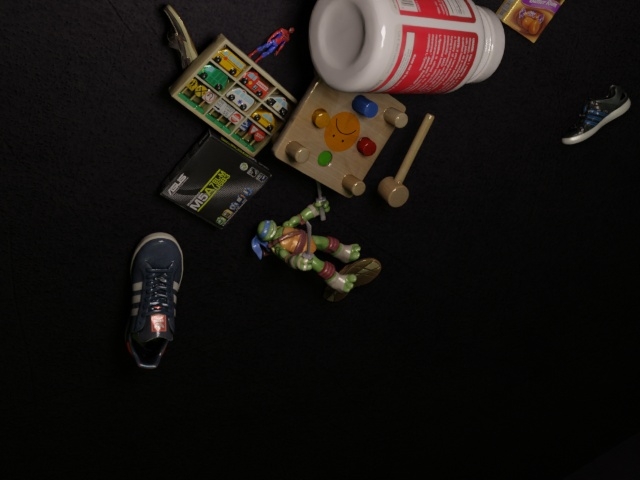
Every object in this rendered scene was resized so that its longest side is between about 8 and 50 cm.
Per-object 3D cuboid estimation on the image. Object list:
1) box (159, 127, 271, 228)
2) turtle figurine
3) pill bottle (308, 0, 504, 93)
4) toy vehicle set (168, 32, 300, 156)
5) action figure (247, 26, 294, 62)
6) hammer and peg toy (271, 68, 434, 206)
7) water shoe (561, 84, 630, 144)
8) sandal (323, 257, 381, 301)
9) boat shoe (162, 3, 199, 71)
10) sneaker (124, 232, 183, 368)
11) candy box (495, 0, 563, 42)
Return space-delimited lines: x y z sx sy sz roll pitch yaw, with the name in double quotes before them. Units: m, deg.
"box" -0.242 -0.139 1.963 0.184 0.045 0.190 32 112 -35
"turtle figurine" 0.000 0.000 2.052 0.266 0.197 0.274 31 111 -31
"pill bottle" 0.194 -0.422 1.789 0.408 0.229 0.229 -7 126 -40
"toy vehicle set" -0.181 -0.311 1.859 0.166 0.035 0.267 -45 135 11
"action figure" -0.103 -0.425 1.848 0.115 0.030 0.038 -38 121 4
"hammer and peg toy" 0.085 -0.237 1.953 0.361 0.127 0.266 26 99 -38
"water shoe" 0.695 -0.325 2.189 0.203 0.073 0.080 -34 105 -2
"sandal" 0.078 0.095 2.239 0.180 0.049 0.072 -38 122 24
"boat shoe" -0.295 -0.415 1.766 0.049 0.056 0.152 -29 127 -7
"sneaker" -0.392 0.154 2.038 0.131 0.148 0.350 0 121 -20
"candy box" 0.501 -0.565 1.963 0.109 0.053 0.186 23 110 -30
